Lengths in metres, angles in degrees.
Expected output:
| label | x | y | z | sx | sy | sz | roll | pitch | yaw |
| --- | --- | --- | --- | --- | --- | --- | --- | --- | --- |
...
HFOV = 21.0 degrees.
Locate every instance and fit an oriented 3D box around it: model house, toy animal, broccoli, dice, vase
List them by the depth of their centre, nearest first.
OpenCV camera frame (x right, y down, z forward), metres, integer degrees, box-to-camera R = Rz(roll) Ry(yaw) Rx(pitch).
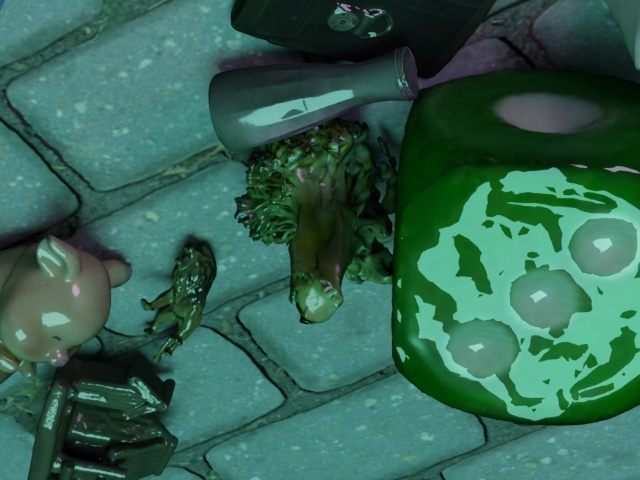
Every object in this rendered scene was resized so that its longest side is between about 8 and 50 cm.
| label | x | y | z | sx | sy | sz | roll | pitch | yaw |
| --- | --- | --- | --- | --- | --- | --- | --- | --- | --- |
| dice | 0.228 | -0.001 | 1.805 | 0.297 | 0.287 | 0.300 | 2 | 117 | 5 |
| vase | -0.005 | -0.154 | 1.808 | 0.214 | 0.086 | 0.086 | -11 | 137 | 18 |
| broccoli | 0.007 | 0.007 | 1.864 | 0.177 | 0.274 | 0.198 | -22 | 139 | 14 |
| toy animal | -0.354 | 0.087 | 2.016 | 0.250 | 0.166 | 0.154 | -26 | 89 | 14 |
| toy animal | -0.176 | 0.092 | 2.086 | 0.069 | 0.086 | 0.219 | 41 | 138 | 10 |
| model house | -0.274 | 0.244 | 2.207 | 0.188 | 0.122 | 0.229 | 7 | 133 | -14 |

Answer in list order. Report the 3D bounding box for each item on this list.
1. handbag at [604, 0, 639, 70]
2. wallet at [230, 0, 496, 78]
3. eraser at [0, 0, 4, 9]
| label | x | y | z | sx | sy | sz | roll | pitch | yaw |
| --- | --- | --- | --- | --- | --- | --- | --- | --- | --- |
| handbag | 0.452 | -0.232 | 1.732 | 0.298 | 0.151 | 0.171 | 15 | 128 | -23 |
| wallet | 0.047 | -0.241 | 1.770 | 0.245 | 0.052 | 0.168 | 14 | 139 | -21 |
| eraser | -0.466 | -0.277 | 1.698 | 0.312 | 0.042 | 0.144 | 15 | 133 | -19 |
